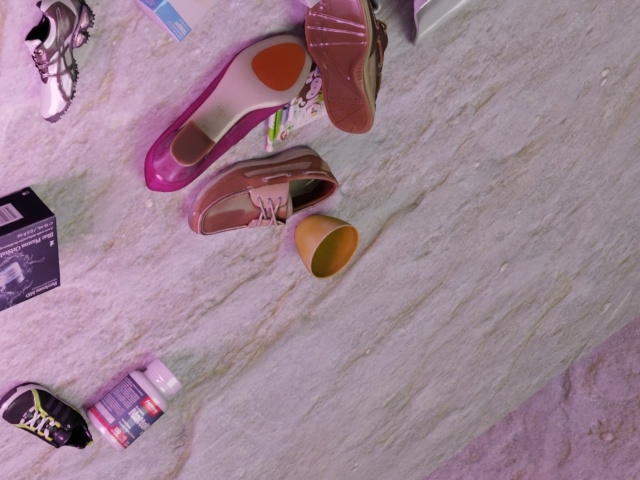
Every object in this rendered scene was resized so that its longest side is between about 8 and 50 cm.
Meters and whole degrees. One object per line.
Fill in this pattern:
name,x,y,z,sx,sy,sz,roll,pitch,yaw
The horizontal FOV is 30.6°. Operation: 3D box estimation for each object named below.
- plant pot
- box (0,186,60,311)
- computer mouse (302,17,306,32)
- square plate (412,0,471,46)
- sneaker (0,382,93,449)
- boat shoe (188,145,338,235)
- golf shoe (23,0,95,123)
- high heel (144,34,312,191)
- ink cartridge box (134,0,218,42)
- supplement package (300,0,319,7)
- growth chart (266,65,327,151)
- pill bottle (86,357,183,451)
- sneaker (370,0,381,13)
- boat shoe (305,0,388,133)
plant pot,0.000,0.000,2.447,0.134,0.095,0.134,-30,141,-28
box,-0.512,0.021,1.893,0.156,0.093,0.158,-25,140,-32
computer mouse,0.023,-0.365,2.186,0.071,0.041,0.242,-40,152,0
square plate,0.295,-0.514,2.182,0.344,0.049,0.347,-39,177,3
sneaker,-0.504,0.337,2.197,0.084,0.097,0.234,-52,146,3
boat shoe,-0.102,-0.085,2.231,0.324,0.116,0.123,-27,140,-30
golf shoe,-0.408,-0.274,1.757,0.093,0.077,0.198,2,114,-37
high heel,-0.170,-0.230,2.077,0.377,0.127,0.181,-41,-174,-29
ink cartridge box,-0.215,-0.402,1.823,0.143,0.092,0.090,-47,146,-4
supplement package,-0.036,-0.522,1.874,0.139,0.134,0.244,-41,145,-12
growth chart,-0.006,-0.275,2.218,0.237,0.021,0.172,-29,150,-21
pill bottle,-0.366,0.323,2.332,0.180,0.108,0.108,-43,145,-11
sneaker,0.052,-0.459,2.081,0.071,0.083,0.190,-54,145,9
boat shoe,0.059,-0.354,2.103,0.342,0.123,0.123,77,32,-44
